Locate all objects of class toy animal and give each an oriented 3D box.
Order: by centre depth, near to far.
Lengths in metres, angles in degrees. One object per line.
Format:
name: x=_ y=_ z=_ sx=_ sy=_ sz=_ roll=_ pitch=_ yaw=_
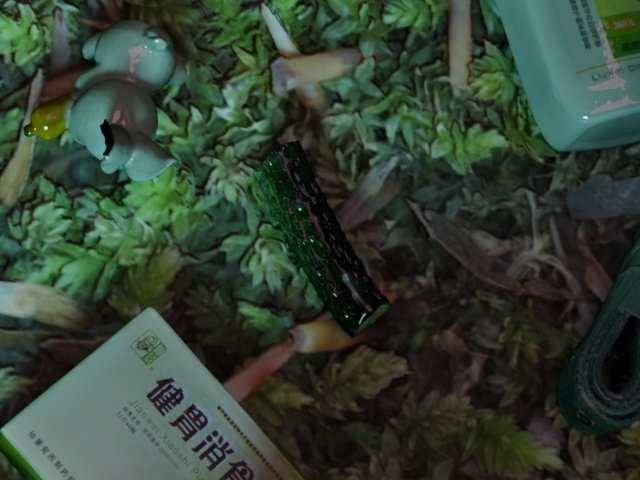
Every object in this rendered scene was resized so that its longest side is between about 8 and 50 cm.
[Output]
toy animal: x=-0.189 y=-0.118 z=1.765 sx=0.131 sy=0.127 sz=0.182 roll=19 pitch=56 yaw=-15

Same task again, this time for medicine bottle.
medicine bottle: x=0.261 y=-0.259 z=1.934 sx=0.179 sy=0.124 sz=0.324 roll=-11 pitch=73 yaw=-19

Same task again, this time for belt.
belt: x=0.318 y=0.050 z=1.869 sx=0.087 sy=0.072 sz=0.302 roll=30 pitch=68 yaw=1

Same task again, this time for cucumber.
cucumber: x=0.000 y=0.000 z=1.810 sx=0.058 sy=0.058 sz=0.187 roll=-26 pitch=81 yaw=-22

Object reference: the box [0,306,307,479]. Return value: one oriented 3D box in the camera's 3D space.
box: x=-0.131 y=0.211 z=1.695 sx=0.175 sy=0.062 sz=0.260 roll=-40 pitch=84 yaw=-23
